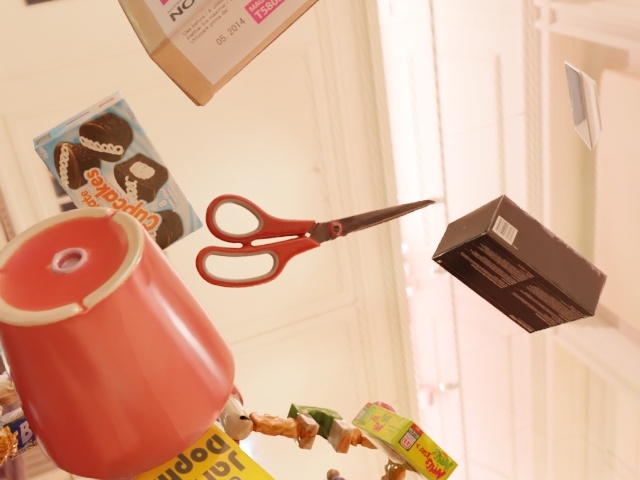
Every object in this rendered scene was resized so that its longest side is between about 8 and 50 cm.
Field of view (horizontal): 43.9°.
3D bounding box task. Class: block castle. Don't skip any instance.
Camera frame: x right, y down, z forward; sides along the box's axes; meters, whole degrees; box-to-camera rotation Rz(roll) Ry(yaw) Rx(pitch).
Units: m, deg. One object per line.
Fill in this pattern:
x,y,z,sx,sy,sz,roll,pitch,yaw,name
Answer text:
-0.051,0.474,1.666,0.213,0.453,0.303,30,-74,66,block castle

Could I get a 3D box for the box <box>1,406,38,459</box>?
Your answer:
-0.388,0.251,1.170,0.054,0.169,0.059,65,-15,-11,box

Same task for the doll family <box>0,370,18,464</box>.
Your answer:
-0.498,0.263,1.052,0.263,0.163,0.118,-33,128,-63,doll family

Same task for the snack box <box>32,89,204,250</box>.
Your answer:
-0.384,-0.108,1.541,0.322,0.187,0.060,62,-6,-36,snack box

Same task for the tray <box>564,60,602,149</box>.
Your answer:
0.510,-0.270,1.536,0.270,0.030,0.145,-58,135,-70,tray

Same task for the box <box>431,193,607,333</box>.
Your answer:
0.371,0.051,1.492,0.261,0.103,0.184,37,-30,-11,box

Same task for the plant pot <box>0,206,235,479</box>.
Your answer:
-0.267,0.110,0.970,0.275,0.275,0.243,-125,-164,-48,plant pot

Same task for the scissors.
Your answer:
0.000,0.000,0.942,0.021,0.297,0.109,165,-76,-73,scissors

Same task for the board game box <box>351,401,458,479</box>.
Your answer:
0.113,0.284,1.117,0.092,0.043,0.181,44,-13,-8,board game box

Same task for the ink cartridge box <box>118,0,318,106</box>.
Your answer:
-0.094,-0.284,0.832,0.088,0.234,0.193,44,8,-44,ink cartridge box

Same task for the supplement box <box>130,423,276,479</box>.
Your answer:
-0.166,0.454,1.054,0.195,0.194,0.357,35,-46,24,supplement box
